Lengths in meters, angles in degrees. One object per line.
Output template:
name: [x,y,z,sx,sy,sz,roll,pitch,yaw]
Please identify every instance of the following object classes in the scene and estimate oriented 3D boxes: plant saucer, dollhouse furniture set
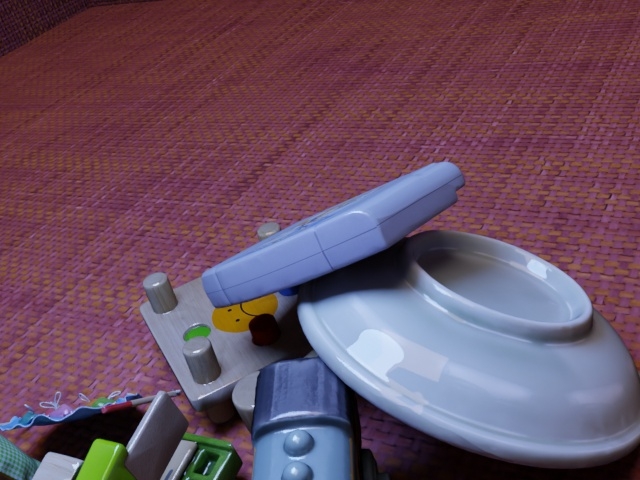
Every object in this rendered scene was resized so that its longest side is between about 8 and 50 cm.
plant saucer: [0.178,0.077,0.845,0.401,0.100,0.400,13,23,-6]
dollhouse furniture set: [-0.277,0.235,0.866,0.302,0.197,0.151,3,46,29]

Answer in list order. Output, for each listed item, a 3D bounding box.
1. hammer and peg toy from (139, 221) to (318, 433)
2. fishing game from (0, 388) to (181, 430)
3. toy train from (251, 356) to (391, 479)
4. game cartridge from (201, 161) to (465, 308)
hammer and peg toy: [-0.070,0.124,1.025,0.266,0.127,0.361,-25,34,-17]
fishing game: [-0.318,0.212,0.985,0.264,0.041,0.189,-15,-10,28]
toy train: [-0.009,0.266,0.714,0.142,0.190,0.334,-8,33,7]
game cartridge: [0.000,0.000,0.878,0.297,0.062,0.198,-22,2,45]
